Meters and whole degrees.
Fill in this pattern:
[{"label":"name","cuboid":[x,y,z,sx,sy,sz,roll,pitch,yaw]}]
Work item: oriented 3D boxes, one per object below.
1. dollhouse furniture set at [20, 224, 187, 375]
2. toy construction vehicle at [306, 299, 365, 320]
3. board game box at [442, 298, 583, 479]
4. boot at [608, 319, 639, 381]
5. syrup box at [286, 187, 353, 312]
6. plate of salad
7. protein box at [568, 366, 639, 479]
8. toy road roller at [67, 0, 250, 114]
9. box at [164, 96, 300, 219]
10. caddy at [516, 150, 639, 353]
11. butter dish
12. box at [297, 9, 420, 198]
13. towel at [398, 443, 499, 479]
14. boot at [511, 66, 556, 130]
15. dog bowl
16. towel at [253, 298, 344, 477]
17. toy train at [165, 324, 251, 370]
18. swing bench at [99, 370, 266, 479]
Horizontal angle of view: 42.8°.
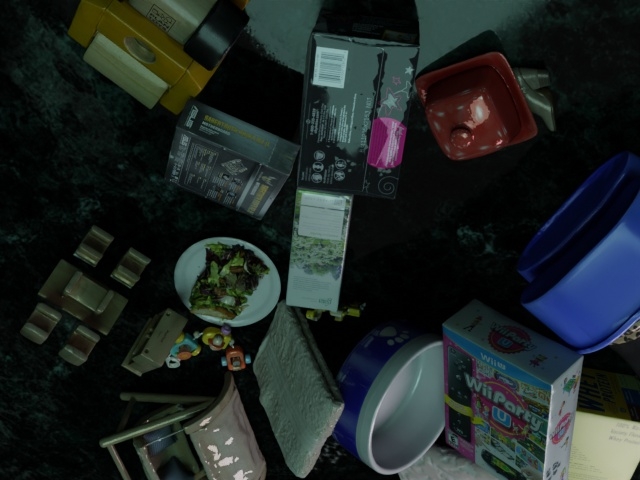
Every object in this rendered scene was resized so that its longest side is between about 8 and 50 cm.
[{"label":"dollhouse furniture set","cuboid":[-0.385,0.133,1.475,0.242,0.212,0.161,34,155,-14]},{"label":"toy construction vehicle","cuboid":[0.028,0.131,1.493,0.085,0.098,0.035,9,101,21]},{"label":"board game box","cuboid":[0.325,0.282,1.421,0.224,0.097,0.303,28,137,40]},{"label":"boot","cuboid":[0.672,0.128,1.413,0.284,0.138,0.377,38,122,-16]},{"label":"syrup box","cuboid":[0.000,0.000,1.412,0.093,0.096,0.237,8,121,2]},{"label":"plate of salad","cuboid":[-0.174,0.084,1.505,0.199,0.048,0.200,2,120,4]},{"label":"protein box","cuboid":[0.496,0.362,1.560,0.199,0.136,0.201,10,121,0]},{"label":"toy road roller","cuboid":[-0.203,-0.357,1.190,0.202,0.241,0.329,37,154,-16]},{"label":"box","cuboid":[-0.147,-0.122,1.301,0.183,0.056,0.231,22,160,-8]},{"label":"caddy","cuboid":[0.474,0.027,1.307,0.179,0.241,0.341,34,118,-8]},{"label":"butter dish","cuboid":[0.228,-0.184,1.256,0.159,0.118,0.160,-12,121,36]},{"label":"box","cuboid":[0.055,-0.211,1.258,0.163,0.142,0.247,8,120,2]},{"label":"towel","cuboid":[0.318,0.540,1.644,0.331,0.053,0.317,6,129,39]},{"label":"boot","cuboid":[0.323,-0.220,1.291,0.087,0.042,0.118,-9,118,17]},{"label":"dog bowl","cuboid":[0.138,0.278,1.470,0.104,0.265,0.265,27,131,39]},{"label":"towel","cuboid":[-0.049,0.257,1.473,0.049,0.282,0.187,5,125,-29]},{"label":"toy train","cuboid":[-0.217,0.222,1.569,0.166,0.046,0.125,-3,129,-6]},{"label":"swing bench","cuboid":[-0.265,0.427,1.649,0.254,0.165,0.253,-11,118,11]}]
